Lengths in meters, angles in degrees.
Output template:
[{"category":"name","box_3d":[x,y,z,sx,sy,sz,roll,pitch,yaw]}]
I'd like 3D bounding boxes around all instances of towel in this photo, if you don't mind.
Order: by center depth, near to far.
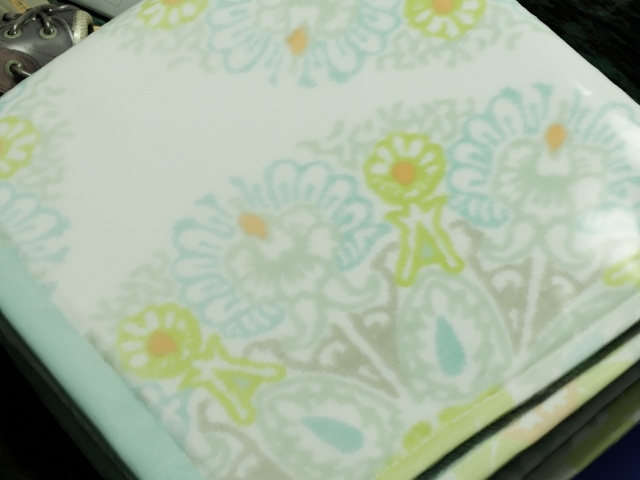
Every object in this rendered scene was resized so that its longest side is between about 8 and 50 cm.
[{"category":"towel","box_3d":[0.000,0.000,0.994,0.374,0.320,0.090,46,-16,30]}]

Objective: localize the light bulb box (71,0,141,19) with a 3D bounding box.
[{"category":"light bulb box","box_3d":[-0.099,-0.363,1.585,0.361,0.358,0.225,23,24,-24]}]

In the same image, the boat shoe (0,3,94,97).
[{"category":"boat shoe","box_3d":[-0.173,-0.110,1.277,0.285,0.092,0.103,28,21,-8]}]

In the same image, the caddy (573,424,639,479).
[{"category":"caddy","box_3d":[0.184,0.145,1.078,0.341,0.179,0.241,38,-2,19]}]

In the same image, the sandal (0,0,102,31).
[{"category":"sandal","box_3d":[-0.162,-0.136,1.399,0.219,0.060,0.090,42,24,28]}]
